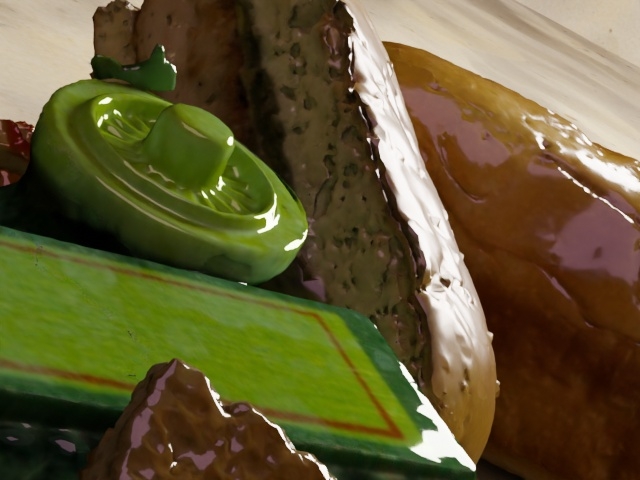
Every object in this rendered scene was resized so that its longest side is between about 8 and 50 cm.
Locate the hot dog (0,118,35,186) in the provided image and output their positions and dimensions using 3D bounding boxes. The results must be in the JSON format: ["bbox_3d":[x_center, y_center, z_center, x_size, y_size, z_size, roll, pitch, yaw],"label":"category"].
[{"bbox_3d":[-0.138,-0.020,0.726,0.250,0.076,0.104,17,20,-36],"label":"hot dog"}]

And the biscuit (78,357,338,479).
[{"bbox_3d":[-0.020,0.138,0.321,0.131,0.025,0.231,38,43,-15],"label":"biscuit"}]

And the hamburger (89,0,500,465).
[{"bbox_3d":[0.000,0.000,0.683,0.131,0.124,0.262,28,40,-45],"label":"hamburger"}]

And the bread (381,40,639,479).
[{"bbox_3d":[0.130,0.031,0.841,0.344,0.148,0.195,28,15,5],"label":"bread"}]

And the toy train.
[{"bbox_3d":[-0.098,0.043,0.462,0.272,0.159,0.188,15,27,-36],"label":"toy train"}]
